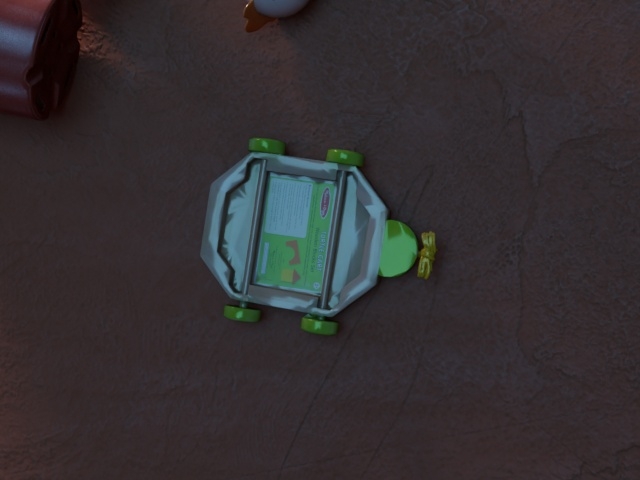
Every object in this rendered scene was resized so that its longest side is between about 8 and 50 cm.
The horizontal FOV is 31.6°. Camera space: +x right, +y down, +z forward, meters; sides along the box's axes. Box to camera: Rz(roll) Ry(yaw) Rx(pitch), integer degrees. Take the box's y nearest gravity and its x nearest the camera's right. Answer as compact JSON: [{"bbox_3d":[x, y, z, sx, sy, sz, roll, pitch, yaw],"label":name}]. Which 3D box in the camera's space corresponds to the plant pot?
[{"bbox_3d":[-0.509,-0.304,1.666,0.265,0.272,0.273,16,92,3],"label":"plant pot"}]

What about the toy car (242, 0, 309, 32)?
[{"bbox_3d":[-0.060,-0.401,1.601,0.219,0.210,0.238,30,108,20],"label":"toy car"}]

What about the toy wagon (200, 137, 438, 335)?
[{"bbox_3d":[0.000,0.000,1.639,0.344,0.068,0.267,9,91,11],"label":"toy wagon"}]
